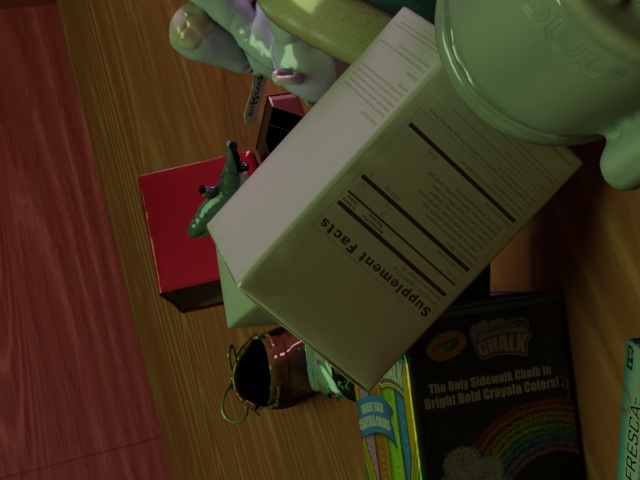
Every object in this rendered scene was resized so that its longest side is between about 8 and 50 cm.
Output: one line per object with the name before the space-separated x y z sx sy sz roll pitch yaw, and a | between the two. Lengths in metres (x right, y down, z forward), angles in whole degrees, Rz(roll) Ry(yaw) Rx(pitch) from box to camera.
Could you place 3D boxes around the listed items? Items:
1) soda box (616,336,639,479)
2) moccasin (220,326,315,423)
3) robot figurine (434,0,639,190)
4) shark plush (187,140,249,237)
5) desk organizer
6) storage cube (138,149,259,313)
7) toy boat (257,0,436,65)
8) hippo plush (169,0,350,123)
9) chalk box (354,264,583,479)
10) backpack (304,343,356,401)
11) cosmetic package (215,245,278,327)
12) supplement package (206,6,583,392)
soda box | 0.293 0.173 1.235 0.063 0.058 0.183 -134 41 -62
moccasin | -0.085 0.210 2.279 0.380 0.147 0.139 168 95 -72
robot figurine | 0.210 -0.190 1.108 0.353 0.200 0.300 141 114 -70
shark plush | -0.119 -0.054 1.781 0.161 0.067 0.073 118 146 -58
desk organizer | -0.062 -0.164 2.220 0.130 0.047 0.050 106 148 -52
storage cube | -0.161 -0.011 2.285 0.183 0.215 0.193 60 -163 -76
toy boat | 0.060 -0.262 1.564 0.318 0.267 0.148 -94 30 -79
hippo plush | -0.060 -0.260 1.865 0.236 0.234 0.294 -132 39 -62
chalk box | 0.142 0.141 1.498 0.179 0.180 0.289 171 92 -72
backpack | 0.042 0.140 1.871 0.182 0.115 0.152 146 130 -79
cosmetic package | 0.000 0.000 1.850 0.365 0.197 0.155 135 128 -69
supplement package | 0.062 -0.042 1.365 0.293 0.175 0.177 -47 23 6
